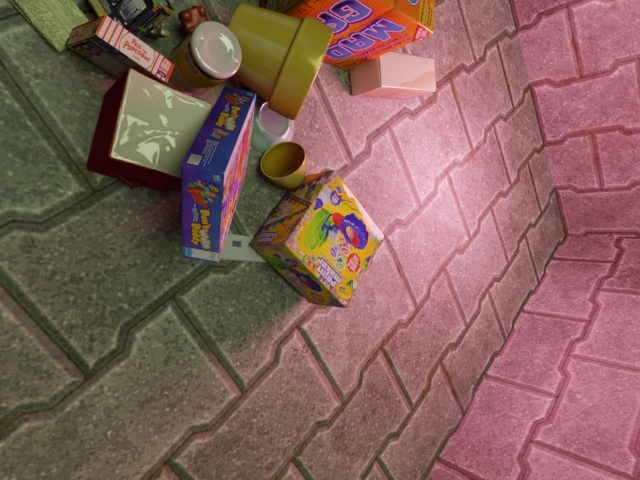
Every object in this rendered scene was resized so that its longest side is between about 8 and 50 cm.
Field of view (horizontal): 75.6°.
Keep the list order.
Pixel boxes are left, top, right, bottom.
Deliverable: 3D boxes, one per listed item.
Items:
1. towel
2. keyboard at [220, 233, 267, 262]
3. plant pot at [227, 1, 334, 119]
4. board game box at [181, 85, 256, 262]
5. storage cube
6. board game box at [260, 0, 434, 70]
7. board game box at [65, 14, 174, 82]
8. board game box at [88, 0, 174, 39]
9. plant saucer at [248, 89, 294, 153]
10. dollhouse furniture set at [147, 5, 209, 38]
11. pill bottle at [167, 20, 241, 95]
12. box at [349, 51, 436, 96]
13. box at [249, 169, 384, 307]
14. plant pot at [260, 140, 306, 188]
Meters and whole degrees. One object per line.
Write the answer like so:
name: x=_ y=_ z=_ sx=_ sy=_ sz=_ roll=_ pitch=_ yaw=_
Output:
towel: x=-0.557 y=-0.477 z=0.852 sx=0.110 sy=0.027 sz=0.148 roll=-49 pitch=120 yaw=-27
keyboard: x=-0.235 y=0.019 z=1.150 sx=0.255 sy=0.014 sz=0.072 roll=7 pitch=81 yaw=-40
plant pot: x=-0.123 y=-0.482 z=1.075 sx=0.238 sy=0.254 sz=0.254 roll=24 pitch=74 yaw=-12
board game box: x=-0.221 y=-0.157 z=0.917 sx=0.077 sy=0.234 sz=0.347 roll=11 pitch=42 yaw=-7
storage cube: x=-0.375 y=-0.225 z=0.906 sx=0.183 sy=0.193 sz=0.215 roll=16 pitch=80 yaw=-39
board game box: x=0.074 y=-0.758 z=1.162 sx=0.356 sy=0.356 sz=0.357 roll=2 pitch=90 yaw=-41
board game box: x=-0.416 y=-0.382 z=0.850 sx=0.146 sy=0.193 sz=0.045 roll=28 pitch=82 yaw=-48
board game box: x=-0.416 y=-0.523 z=0.874 sx=0.170 sy=0.141 sz=0.048 roll=59 pitch=16 yaw=-5
plant saucer: x=-0.144 y=-0.351 z=1.199 sx=0.194 sy=0.037 sz=0.195 roll=-2 pitch=93 yaw=-40
dollhouse furniture set: x=-0.333 y=-0.666 z=0.986 sx=0.201 sy=0.152 sz=0.375 roll=3 pitch=106 yaw=-41
pill bottle: x=-0.284 y=-0.414 z=0.966 sx=0.119 sy=0.208 sz=0.119 roll=-2 pitch=93 yaw=-40
box: x=0.260 y=-0.582 z=1.465 sx=0.310 sy=0.147 sz=0.121 roll=-13 pitch=100 yaw=-38
box: x=0.000 y=0.000 z=1.231 sx=0.290 sy=0.176 sz=0.279 roll=48 pitch=60 yaw=-30
plant pot: x=-0.095 y=-0.205 z=1.199 sx=0.134 sy=0.134 sz=0.095 roll=-62 pitch=153 yaw=-21
